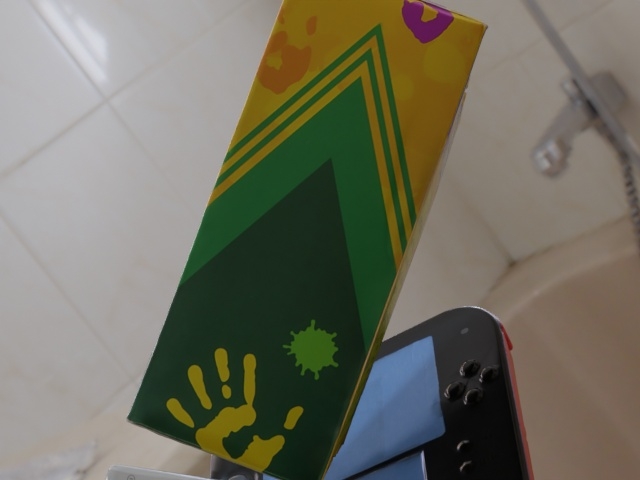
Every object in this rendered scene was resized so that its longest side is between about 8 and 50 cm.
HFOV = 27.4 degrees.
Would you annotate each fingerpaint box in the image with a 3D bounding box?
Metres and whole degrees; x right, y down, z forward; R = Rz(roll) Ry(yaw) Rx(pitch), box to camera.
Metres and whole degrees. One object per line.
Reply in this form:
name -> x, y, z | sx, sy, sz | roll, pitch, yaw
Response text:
fingerpaint box -> 0.000, 0.000, 1.168 | 0.445, 0.163, 0.371 | 44, -114, -85

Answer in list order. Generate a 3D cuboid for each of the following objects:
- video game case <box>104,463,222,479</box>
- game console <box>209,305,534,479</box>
video game case -> 0.007, 0.137, 0.612 | 0.190, 0.173, 0.022 | 64, -146, -72
game console -> 0.040, 0.253, 1.379 | 0.387, 0.060, 0.342 | -28, 32, 21
